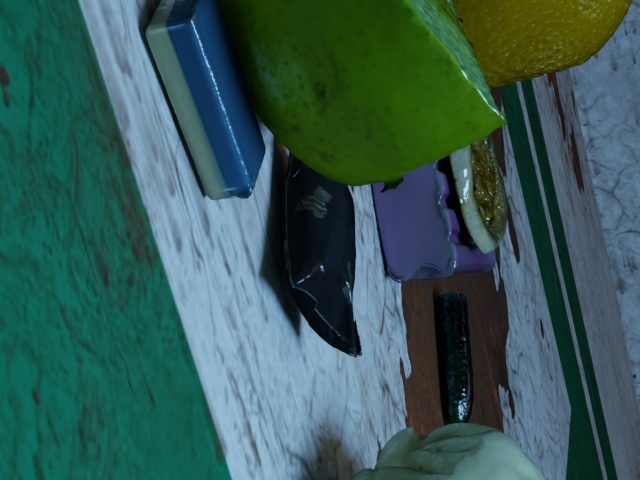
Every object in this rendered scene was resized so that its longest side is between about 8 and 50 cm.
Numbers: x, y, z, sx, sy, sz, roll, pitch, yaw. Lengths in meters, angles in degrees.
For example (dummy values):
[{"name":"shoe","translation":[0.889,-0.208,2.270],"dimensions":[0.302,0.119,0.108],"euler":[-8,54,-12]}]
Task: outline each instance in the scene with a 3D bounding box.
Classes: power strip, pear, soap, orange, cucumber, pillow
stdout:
[{"name":"power strip","translation":[-0.065,-0.084,0.919],"dimensions":[0.056,0.032,0.123],"euler":[-76,153,-55]},{"name":"pear","translation":[-0.014,-0.166,0.972],"dimensions":[0.239,0.139,0.288],"euler":[57,11,-20]},{"name":"soap","translation":[0.104,-0.025,1.429],"dimensions":[0.203,0.065,0.122],"euler":[5,76,-74]},{"name":"orange","translation":[0.155,-0.269,1.393],"dimensions":[0.274,0.274,0.274],"euler":[-10,90,-75]},{"name":"cucumber","translation":[0.128,0.115,1.498],"dimensions":[0.032,0.032,0.133],"euler":[52,33,-60]},{"name":"pillow","translation":[-0.001,0.000,1.072],"dimensions":[0.090,0.048,0.150],"euler":[76,10,-48]}]

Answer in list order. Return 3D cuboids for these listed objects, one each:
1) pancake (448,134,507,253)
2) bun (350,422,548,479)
[{"name":"pancake","translation":[0.138,-0.061,1.404],"dimensions":[0.151,0.025,0.152],"euler":[-12,90,-74]},{"name":"bun","translation":[0.072,0.224,1.046],"dimensions":[0.229,0.145,0.229],"euler":[-47,152,-35]}]
